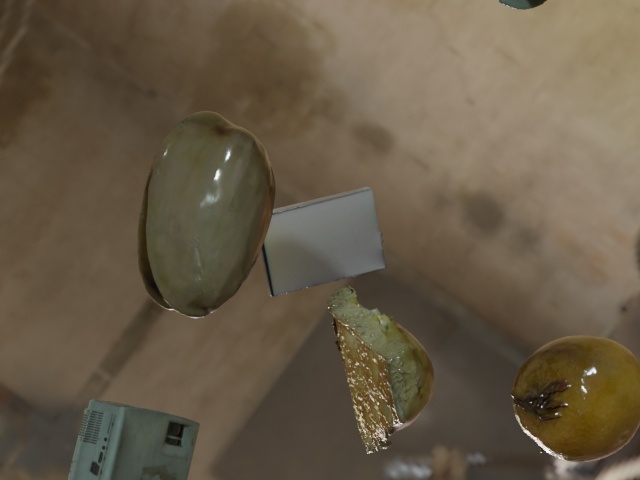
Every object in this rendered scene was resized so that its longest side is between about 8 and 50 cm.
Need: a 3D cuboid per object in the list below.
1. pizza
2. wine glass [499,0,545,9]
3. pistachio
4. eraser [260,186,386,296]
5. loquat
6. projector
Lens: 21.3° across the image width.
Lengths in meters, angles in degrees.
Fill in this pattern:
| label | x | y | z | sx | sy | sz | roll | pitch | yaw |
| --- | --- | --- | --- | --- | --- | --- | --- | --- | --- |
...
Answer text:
| label | x | y | z | sx | sy | sz | roll | pitch | yaw |
| --- | --- | --- | --- | --- | --- | --- | --- | --- | --- |
| pizza | 0.084 | 0.169 | 1.990 | 0.080 | 0.204 | 0.188 | -18 | 22 | -17 |
| wine glass | 0.275 | -0.354 | 1.973 | 0.103 | 0.103 | 0.231 | -54 | 7 | -20 |
| pistachio | -0.118 | -0.026 | 1.717 | 0.129 | 0.131 | 0.206 | 179 | 107 | -75 |
| eraser | 0.000 | 0.000 | 2.054 | 0.150 | 0.104 | 0.023 | -14 | 12 | -14 |
| loquat | 0.274 | 0.165 | 1.793 | 0.141 | 0.141 | 0.141 | -54 | -2 | -3 |
| projector | -0.196 | 0.229 | 1.765 | 0.147 | 0.061 | 0.115 | 25 | -102 | -60 |
